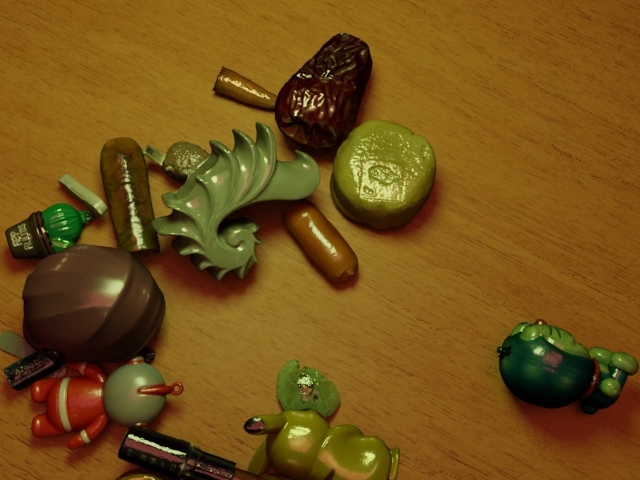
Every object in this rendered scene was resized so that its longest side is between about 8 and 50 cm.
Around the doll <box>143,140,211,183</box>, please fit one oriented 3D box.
[{"bbox_3d":[-0.329,-0.185,1.642,0.221,0.105,0.115,22,82,9],"label":"doll"}]

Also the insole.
[{"bbox_3d":[-0.666,0.264,1.526,0.188,0.004,0.064,27,71,6],"label":"insole"}]

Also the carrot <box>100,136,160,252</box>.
[{"bbox_3d":[-0.463,-0.103,1.607,0.114,0.114,0.302,-13,75,-7],"label":"carrot"}]

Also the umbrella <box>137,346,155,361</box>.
[{"bbox_3d":[-0.448,0.258,1.525,0.133,0.031,0.036,6,71,-1],"label":"umbrella"}]

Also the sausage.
[{"bbox_3d":[0.000,0.000,1.604,0.098,0.098,0.238,-36,75,-13],"label":"sausage"}]

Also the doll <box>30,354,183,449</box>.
[{"bbox_3d":[-0.469,0.347,1.463,0.336,0.105,0.200,-10,71,2],"label":"doll"}]

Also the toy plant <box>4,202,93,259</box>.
[{"bbox_3d":[-0.636,-0.015,1.573,0.200,0.105,0.143,-18,79,-20],"label":"toy plant"}]

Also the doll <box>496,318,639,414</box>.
[{"bbox_3d":[0.538,0.290,1.480,0.322,0.198,0.186,19,84,-6],"label":"doll"}]

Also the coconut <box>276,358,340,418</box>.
[{"bbox_3d":[-0.033,0.350,1.502,0.158,0.055,0.133,22,70,6],"label":"coconut"}]

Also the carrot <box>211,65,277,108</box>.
[{"bbox_3d":[-0.180,-0.390,1.739,0.205,0.072,0.072,22,72,3],"label":"carrot"}]

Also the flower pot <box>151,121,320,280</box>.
[{"bbox_3d":[-0.194,-0.100,1.529,0.254,0.164,0.367,41,87,-27],"label":"flower pot"}]

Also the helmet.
[{"bbox_3d":[-0.520,0.121,1.449,0.338,0.197,0.271,10,56,8],"label":"helmet"}]

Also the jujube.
[{"bbox_3d":[0.018,-0.383,1.677,0.216,0.216,0.342,22,61,5],"label":"jujube"}]

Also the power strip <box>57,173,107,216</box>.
[{"bbox_3d":[-0.583,-0.113,1.615,0.191,0.047,0.030,34,64,26],"label":"power strip"}]

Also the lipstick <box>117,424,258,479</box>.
[{"bbox_3d":[-0.275,0.468,1.389,0.299,0.081,0.081,20,71,-4],"label":"lipstick"}]

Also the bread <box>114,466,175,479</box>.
[{"bbox_3d":[-0.359,0.605,1.353,0.195,0.142,0.270,-16,74,-11],"label":"bread"}]

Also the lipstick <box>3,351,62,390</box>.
[{"bbox_3d":[-0.560,0.238,1.512,0.312,0.051,0.051,-29,70,-14],"label":"lipstick"}]

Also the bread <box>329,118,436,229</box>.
[{"bbox_3d":[0.154,-0.167,1.639,0.270,0.148,0.270,0,71,1],"label":"bread"}]

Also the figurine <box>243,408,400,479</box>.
[{"bbox_3d":[-0.006,0.464,1.406,0.327,0.218,0.169,25,44,6],"label":"figurine"}]
